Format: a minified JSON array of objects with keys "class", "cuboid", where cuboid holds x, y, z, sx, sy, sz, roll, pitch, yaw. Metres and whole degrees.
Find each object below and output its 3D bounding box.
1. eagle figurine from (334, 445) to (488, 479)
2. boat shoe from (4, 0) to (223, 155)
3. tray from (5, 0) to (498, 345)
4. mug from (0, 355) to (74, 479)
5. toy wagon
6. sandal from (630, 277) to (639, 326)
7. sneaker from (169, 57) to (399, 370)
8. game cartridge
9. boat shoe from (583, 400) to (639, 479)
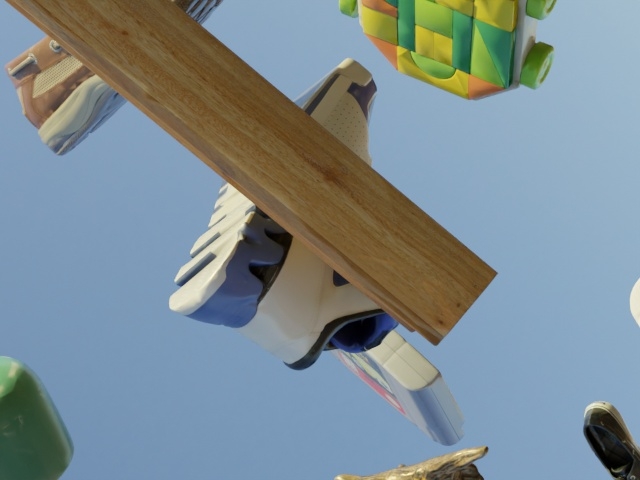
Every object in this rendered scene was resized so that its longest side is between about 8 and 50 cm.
[{"class":"eagle figurine","cuboid":[0.100,0.374,1.333,0.225,0.226,0.298,-9,-102,-10]},{"class":"boat shoe","cuboid":[-0.182,-0.199,1.165,0.116,0.324,0.123,48,-143,-5]},{"class":"tray","cuboid":[-0.066,-0.091,0.966,0.411,0.076,0.203,39,-177,-7]},{"class":"mug","cuboid":[-0.279,0.149,1.049,0.129,0.158,0.097,-34,-66,-27]},{"class":"toy wagon","cuboid":[0.138,-0.302,1.499,0.267,0.344,0.068,25,-118,19]},{"class":"sandal","cuboid":[0.481,0.031,1.519,0.076,0.265,0.102,15,-138,-48]},{"class":"sneaker","cuboid":[0.000,0.001,1.169,0.182,0.127,0.315,41,-136,-17]},{"class":"game cartridge","cuboid":[0.070,0.153,1.838,0.294,0.060,0.196,37,162,39]},{"class":"boat shoe","cuboid":[0.314,0.232,1.367,0.142,0.049,0.040,54,-144,-8]}]
